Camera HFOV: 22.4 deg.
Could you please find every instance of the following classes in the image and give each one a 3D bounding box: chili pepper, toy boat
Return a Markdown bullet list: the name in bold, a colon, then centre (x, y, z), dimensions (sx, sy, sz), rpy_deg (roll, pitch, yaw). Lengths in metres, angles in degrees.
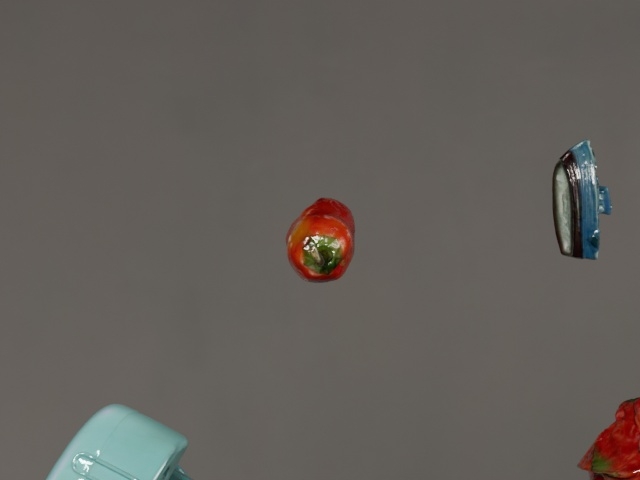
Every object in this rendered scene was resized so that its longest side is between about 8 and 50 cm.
- **chili pepper**: centre (0.000, 0.001, 1.186), dimensions (0.059, 0.050, 0.191), rpy_deg (-63, 4, 10)
- **toy boat**: centre (0.297, -0.044, 1.825), dimensions (0.060, 0.061, 0.137), rpy_deg (10, 111, 60)

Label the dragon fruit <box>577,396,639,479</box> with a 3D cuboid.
- **dragon fruit**: centre (0.310, 0.236, 1.297), dimensions (0.193, 0.192, 0.274), rpy_deg (-135, 29, -78)

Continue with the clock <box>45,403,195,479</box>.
- **clock**: centre (-0.167, 0.266, 1.303), dimensions (0.224, 0.094, 0.274), rpy_deg (-61, -18, -16)
